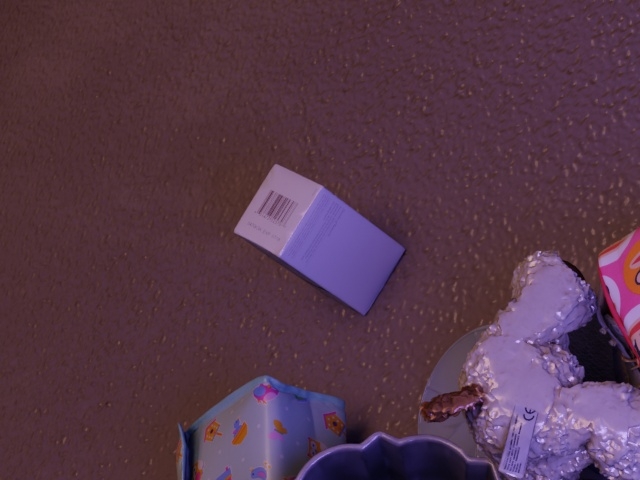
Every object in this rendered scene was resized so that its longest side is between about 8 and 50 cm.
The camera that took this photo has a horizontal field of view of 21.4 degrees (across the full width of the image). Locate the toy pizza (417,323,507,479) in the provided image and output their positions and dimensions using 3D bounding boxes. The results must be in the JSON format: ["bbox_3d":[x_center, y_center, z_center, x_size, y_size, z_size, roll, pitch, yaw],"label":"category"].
[{"bbox_3d":[0.187,0.194,1.921,0.201,0.032,0.201,-29,50,43],"label":"toy pizza"}]

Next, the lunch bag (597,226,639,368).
[{"bbox_3d":[0.392,0.096,1.618,0.120,0.293,0.258,-40,44,23],"label":"lunch bag"}]

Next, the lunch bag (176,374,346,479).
[{"bbox_3d":[-0.094,0.315,2.030,0.262,0.160,0.223,-32,49,40],"label":"lunch bag"}]

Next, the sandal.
[{"bbox_3d":[0.278,0.149,1.845,0.054,0.097,0.255,125,148,-43],"label":"sandal"}]

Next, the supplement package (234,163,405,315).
[{"bbox_3d":[0.000,0.000,2.125,0.105,0.179,0.105,26,83,48],"label":"supplement package"}]

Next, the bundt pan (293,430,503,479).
[{"bbox_3d":[0.083,0.375,1.780,0.330,0.124,0.331,-4,63,7],"label":"bundt pan"}]

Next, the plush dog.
[{"bbox_3d":[0.212,0.177,1.694,0.210,0.225,0.262,-24,59,-3],"label":"plush dog"}]

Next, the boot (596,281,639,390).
[{"bbox_3d":[0.339,0.131,1.733,0.077,0.165,0.213,-14,54,20],"label":"boot"}]
